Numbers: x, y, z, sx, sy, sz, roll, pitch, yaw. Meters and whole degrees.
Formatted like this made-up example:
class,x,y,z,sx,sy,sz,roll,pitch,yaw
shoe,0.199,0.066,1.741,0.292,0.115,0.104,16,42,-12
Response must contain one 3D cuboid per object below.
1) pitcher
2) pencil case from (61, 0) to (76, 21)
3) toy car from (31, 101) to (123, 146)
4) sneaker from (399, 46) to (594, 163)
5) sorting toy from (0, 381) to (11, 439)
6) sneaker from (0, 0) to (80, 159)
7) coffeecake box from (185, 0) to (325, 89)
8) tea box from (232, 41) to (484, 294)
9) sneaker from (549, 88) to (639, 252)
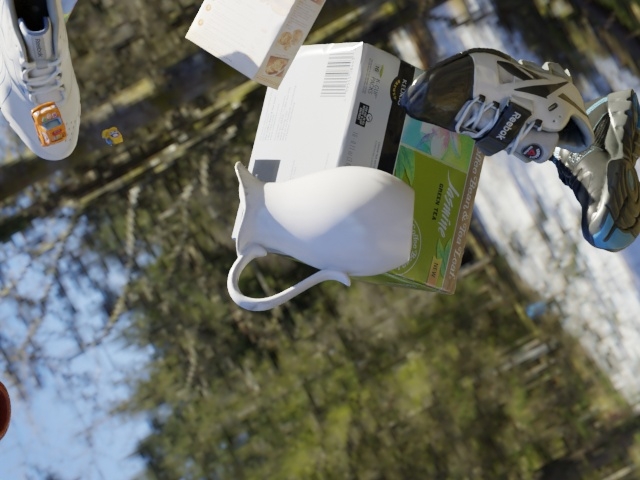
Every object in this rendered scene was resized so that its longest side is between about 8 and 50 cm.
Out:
class,x,y,z,sx,sy,sz,roll,pitch,yaw
pitcher,0.000,0.000,1.456,0.125,0.207,0.178,85,-171,-72
pencil case,-0.408,-0.328,1.813,0.104,0.236,0.104,25,-144,-20
toy car,-0.304,-0.146,1.617,0.040,0.122,0.060,41,132,46
sneaker,0.264,-0.177,1.783,0.122,0.330,0.146,-54,51,41
sorting toy,-0.231,0.114,0.782,0.102,0.042,0.061,3,-97,-73
sneaker,-0.367,-0.235,1.623,0.129,0.111,0.297,-132,30,-60
coffeecake box,-0.082,-0.329,1.788,0.142,0.185,0.068,35,-168,29
tea box,0.074,-0.111,2.065,0.323,0.329,0.220,18,172,-42
sneaker,0.428,-0.099,1.991,0.125,0.139,0.341,64,-150,-33
